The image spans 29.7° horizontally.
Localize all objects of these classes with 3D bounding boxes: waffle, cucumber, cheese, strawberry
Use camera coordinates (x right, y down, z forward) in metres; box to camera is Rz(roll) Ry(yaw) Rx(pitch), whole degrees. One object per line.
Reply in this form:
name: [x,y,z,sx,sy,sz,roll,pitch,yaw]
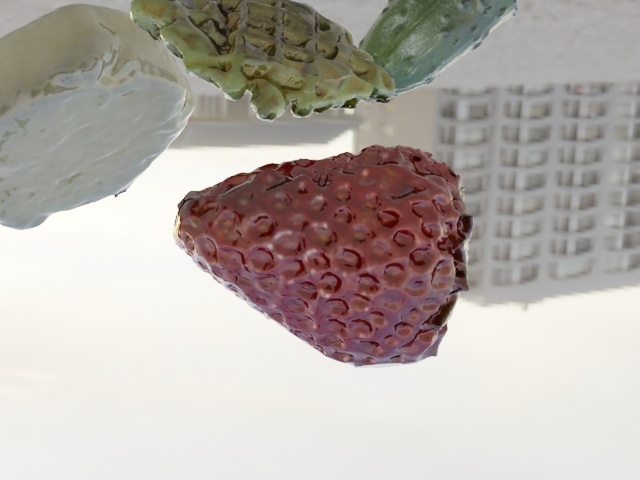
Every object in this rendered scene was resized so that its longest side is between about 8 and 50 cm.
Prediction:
waffle: [-0.050,-0.185,1.106,0.204,0.054,0.223,38,-147,29]
cucumber: [0.121,-0.261,1.515,0.244,0.134,0.134,-41,-159,-7]
cheese: [-0.319,-0.146,1.498,0.318,0.326,0.115,-4,-124,-46]
strawberry: [0.000,0.000,1.006,0.244,0.205,0.205,12,-171,-11]
